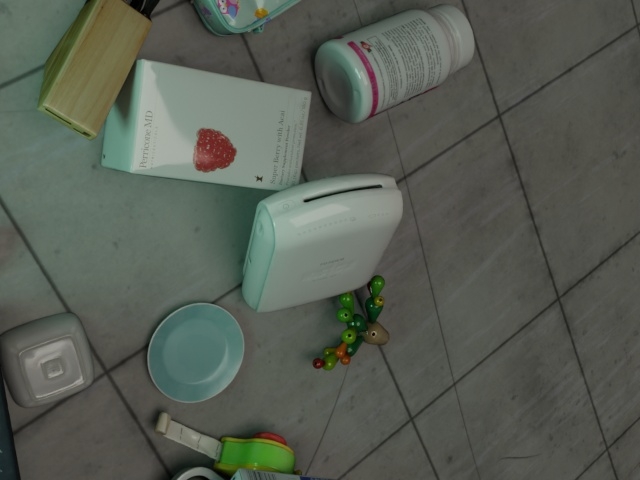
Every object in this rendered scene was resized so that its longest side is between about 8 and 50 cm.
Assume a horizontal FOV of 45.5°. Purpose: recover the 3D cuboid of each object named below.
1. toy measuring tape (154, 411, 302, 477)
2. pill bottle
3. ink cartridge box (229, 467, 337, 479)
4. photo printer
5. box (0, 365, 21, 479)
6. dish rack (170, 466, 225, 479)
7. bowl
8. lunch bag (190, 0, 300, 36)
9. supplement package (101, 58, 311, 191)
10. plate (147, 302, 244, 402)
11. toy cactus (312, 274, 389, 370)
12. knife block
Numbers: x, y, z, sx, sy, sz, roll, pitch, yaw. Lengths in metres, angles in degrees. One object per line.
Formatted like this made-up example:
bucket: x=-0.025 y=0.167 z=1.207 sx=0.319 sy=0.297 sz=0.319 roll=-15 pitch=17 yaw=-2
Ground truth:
toy measuring tape: x=-0.148 y=0.393 z=1.419 sx=0.330 sy=0.121 sz=0.121 roll=37 pitch=79 yaw=-31
pill bottle: x=0.145 y=-0.343 z=1.451 sx=0.283 sy=0.160 sz=0.160 roll=-28 pitch=111 yaw=-24
ink cartridge box: x=-0.106 y=0.514 z=1.410 sx=0.223 sy=0.045 sz=0.224 roll=19 pitch=119 yaw=-33
photo printer: x=0.000 y=0.000 z=1.339 sx=0.256 sy=0.307 sz=0.107 roll=-13 pitch=62 yaw=-21
box: x=-0.552 y=0.322 z=1.070 sx=0.212 sy=0.293 sz=0.395 roll=-12 pitch=105 yaw=-29
dish rack: x=-0.260 y=0.600 z=1.421 sx=0.333 sy=0.072 sz=0.285 roll=-49 pitch=118 yaw=-14
bowl: x=-0.444 y=0.202 z=1.256 sx=0.142 sy=0.053 sz=0.142 roll=-18 pitch=108 yaw=-29
lunch bag: x=-0.115 y=-0.484 z=1.303 sx=0.279 sy=0.108 sz=0.224 roll=-37 pitch=119 yaw=-19
supplement package: x=-0.191 y=-0.185 z=1.268 sx=0.293 sy=0.175 sz=0.177 roll=4 pitch=97 yaw=-31
plate: x=-0.229 y=0.204 z=1.401 sx=0.188 sy=0.024 sz=0.188 roll=-5 pitch=100 yaw=-30
toy cactus: x=0.074 y=0.175 z=1.548 sx=0.180 sy=0.112 sz=0.219 roll=33 pitch=78 yaw=-50
knife block: x=-0.315 y=-0.310 z=1.143 sx=0.088 sy=0.275 sz=0.242 roll=31 pitch=111 yaw=-30
